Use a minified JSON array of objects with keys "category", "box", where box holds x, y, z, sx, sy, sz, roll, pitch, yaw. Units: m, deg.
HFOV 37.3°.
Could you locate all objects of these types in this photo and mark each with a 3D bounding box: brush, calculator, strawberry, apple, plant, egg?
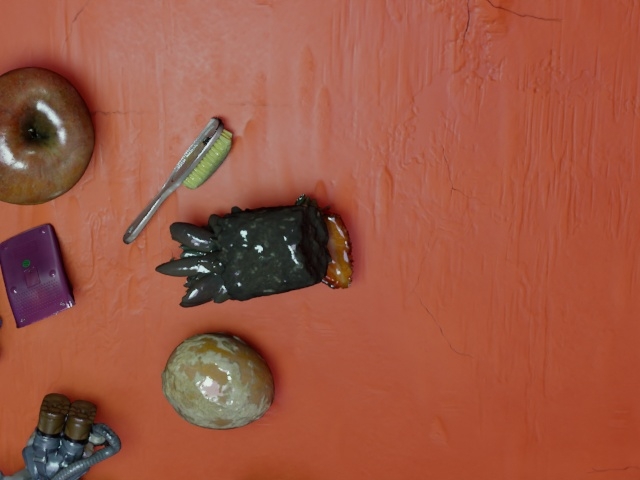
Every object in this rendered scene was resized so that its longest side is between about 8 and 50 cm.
[{"category":"brush","box":[-0.273,-0.101,1.840,0.067,0.072,0.313,36,102,-23]},{"category":"calculator","box":[-0.558,0.066,1.844,0.126,0.034,0.190,-23,70,4]},{"category":"strawberry","box":[-0.001,-0.003,1.852,0.192,0.085,0.140,27,111,3]},{"category":"apple","box":[-0.537,-0.189,1.738,0.253,0.253,0.254,0,104,-1]},{"category":"plant","box":[-0.144,0.026,1.783,0.320,0.194,0.182,-6,91,24]},{"category":"egg","box":[-0.198,0.280,1.871,0.233,0.195,0.195,12,105,-24]}]

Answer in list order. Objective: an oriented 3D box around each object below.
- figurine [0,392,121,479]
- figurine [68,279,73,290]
[{"category":"figurine","box":[-0.554,0.488,1.925,0.261,0.186,0.382,19,108,0]},{"category":"figurine","box":[-0.535,0.106,1.876,0.086,0.094,0.082,-34,144,-21]}]
